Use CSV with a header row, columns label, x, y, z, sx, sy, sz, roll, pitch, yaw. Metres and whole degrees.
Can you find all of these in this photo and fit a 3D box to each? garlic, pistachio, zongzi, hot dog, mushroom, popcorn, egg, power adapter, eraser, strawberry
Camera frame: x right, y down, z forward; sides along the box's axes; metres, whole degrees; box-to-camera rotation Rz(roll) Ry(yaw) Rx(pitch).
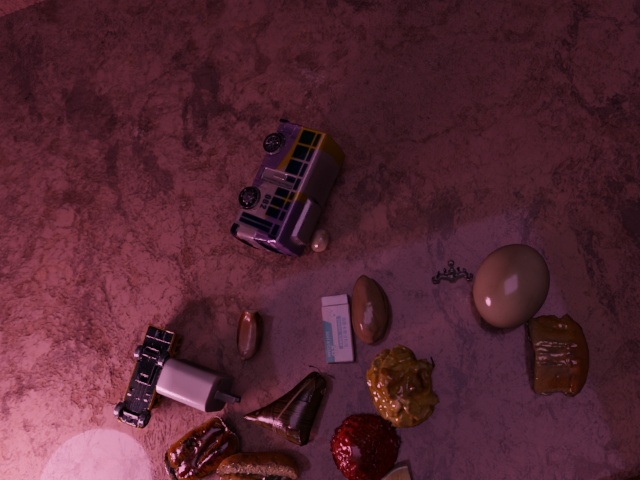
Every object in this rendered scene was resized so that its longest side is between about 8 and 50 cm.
label,x,y,z,sx,sy,sz,roll,pitch,yaw
garlic,-0.247,0.334,1.910,0.090,0.128,0.198,12,75,-1
pistachio,0.161,0.226,1.858,0.135,0.136,0.226,-8,68,10
zongzi,-0.112,0.514,1.853,0.240,0.111,0.248,17,75,22
hot dog,-0.396,0.700,1.876,0.270,0.082,0.163,-34,70,3
mushroom,0.000,0.000,1.973,0.067,0.083,0.084,10,74,-29
popcorn,0.259,0.445,1.730,0.225,0.249,0.250,-12,73,-9
egg,0.584,0.139,1.734,0.219,0.219,0.269,33,84,18
power adapter,-0.387,0.491,1.871,0.255,0.187,0.124,17,81,15
eraser,0.061,0.298,1.894,0.095,0.052,0.225,-8,75,13
strawberry,0.135,0.649,1.728,0.233,0.178,0.234,-1,83,10

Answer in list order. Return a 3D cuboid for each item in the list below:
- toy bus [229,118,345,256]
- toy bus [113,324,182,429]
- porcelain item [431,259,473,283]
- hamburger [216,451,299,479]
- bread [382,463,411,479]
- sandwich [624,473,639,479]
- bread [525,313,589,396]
label,x,y,z,sx,sy,sz,roll,pitch,yaw
toy bus,-0.105,-0.163,1.949,0.249,0.209,0.440,21,82,26
toy bus,-0.590,0.470,1.953,0.121,0.123,0.336,14,80,14
porcelain item,0.437,0.101,1.878,0.136,0.021,0.075,-5,75,11
hamburger,-0.193,0.730,1.800,0.261,0.131,0.124,1,111,7
bread,0.237,0.789,1.730,0.112,0.036,0.193,-14,85,6
sandwich,0.959,0.799,1.534,0.262,0.131,0.326,-25,70,4
bread,0.718,0.340,1.699,0.174,0.133,0.252,-1,77,14
